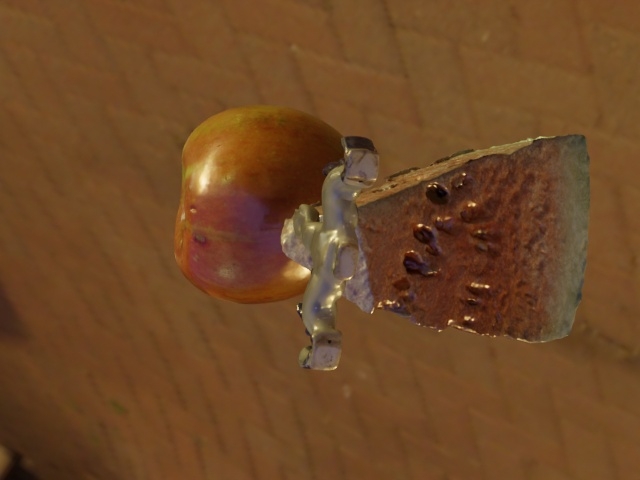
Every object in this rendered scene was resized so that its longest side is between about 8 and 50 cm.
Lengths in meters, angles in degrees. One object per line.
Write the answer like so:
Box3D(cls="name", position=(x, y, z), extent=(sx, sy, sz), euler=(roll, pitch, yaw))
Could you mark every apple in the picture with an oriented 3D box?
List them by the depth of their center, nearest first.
Box3D(cls="apple", position=(-0.050, -0.035, 1.525), extent=(0.196, 0.196, 0.196), euler=(26, 155, 13))

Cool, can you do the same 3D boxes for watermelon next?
Box3D(cls="watermelon", position=(0.083, 0.002, 1.123), extent=(0.241, 0.154, 0.094), euler=(-2, 177, -40))

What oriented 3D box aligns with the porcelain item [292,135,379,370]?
Box3D(cls="porcelain item", position=(0.000, 0.000, 0.889), extent=(0.021, 0.136, 0.075), euler=(3, -161, -24))
